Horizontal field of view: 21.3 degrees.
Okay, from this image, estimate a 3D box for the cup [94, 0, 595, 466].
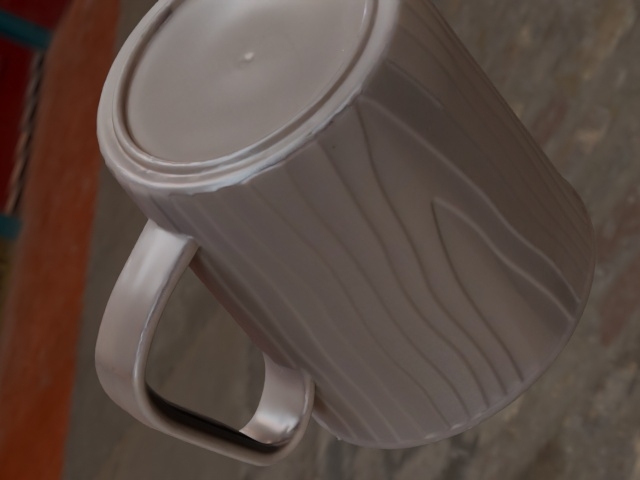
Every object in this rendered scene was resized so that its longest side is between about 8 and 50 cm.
[{"bbox_3d":[-0.005,-0.012,1.029,0.288,0.273,0.208,-35,42,6],"label":"cup"}]
